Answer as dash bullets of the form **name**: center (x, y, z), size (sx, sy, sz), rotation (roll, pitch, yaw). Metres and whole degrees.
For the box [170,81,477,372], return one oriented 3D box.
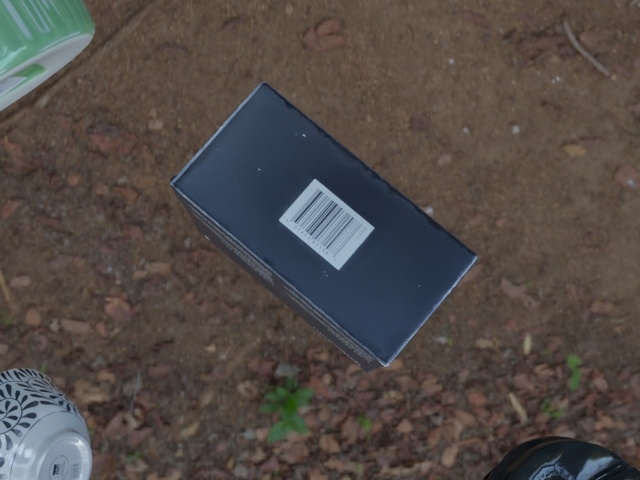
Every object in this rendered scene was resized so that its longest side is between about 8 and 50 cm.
- **box**: center (0.000, 0.000, 1.272), size (0.343, 0.312, 0.179), rotation (40, 81, 5)

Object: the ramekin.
- **ramekin**: center (-0.380, -0.202, 0.971), size (0.303, 0.303, 0.148), rotation (-30, 102, 17)

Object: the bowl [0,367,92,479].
- **bowl**: center (-0.272, 0.213, 0.908), size (0.080, 0.170, 0.170), rotation (8, 136, 30)

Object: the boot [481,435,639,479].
- **boot**: center (0.094, 0.184, 0.450), size (0.094, 0.207, 0.246), rotation (-42, 107, -23)
